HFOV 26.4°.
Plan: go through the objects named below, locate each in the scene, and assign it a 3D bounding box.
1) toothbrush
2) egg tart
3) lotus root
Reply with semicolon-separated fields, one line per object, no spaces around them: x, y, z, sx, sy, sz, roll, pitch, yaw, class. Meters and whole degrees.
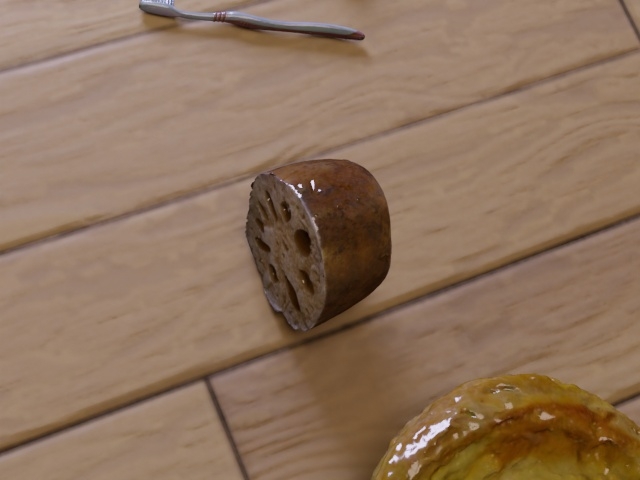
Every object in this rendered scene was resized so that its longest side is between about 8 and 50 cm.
-0.056;-0.186;1.148;0.193;0.013;0.019;7;61;-12;toothbrush
0.140;0.242;0.997;0.294;0.123;0.294;5;73;-17;egg tart
0.001;0.002;1.043;0.081;0.122;0.112;-11;50;-25;lotus root
